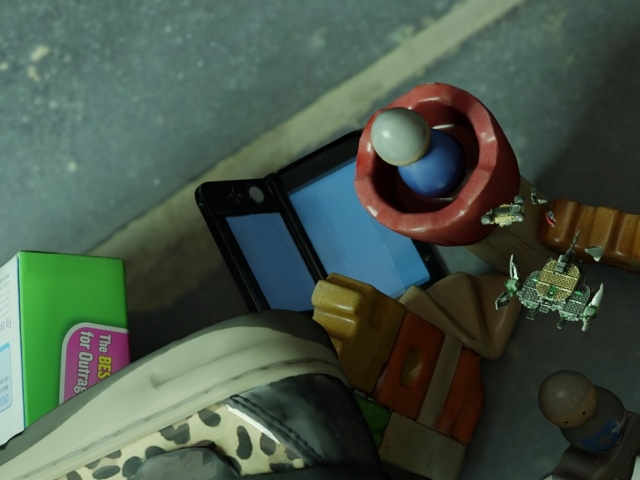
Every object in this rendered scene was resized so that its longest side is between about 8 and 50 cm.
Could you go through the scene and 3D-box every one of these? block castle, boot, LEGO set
[{"bbox_3d":[0.101,0.157,0.864,0.303,0.213,0.453,13,80,33],"label":"block castle"},{"bbox_3d":[-0.096,0.234,0.725,0.377,0.138,0.284,-32,61,-4],"label":"boot"},{"bbox_3d":[0.107,0.014,0.800,0.054,0.023,0.083,-12,53,9],"label":"LEGO set"}]

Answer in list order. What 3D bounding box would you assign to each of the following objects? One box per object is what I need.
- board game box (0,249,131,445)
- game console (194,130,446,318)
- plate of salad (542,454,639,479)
[{"bbox_3d":[-0.179,0.192,0.955,0.242,0.064,0.317,-30,61,53],"label":"board game box"},{"bbox_3d":[0.000,0.000,1.039,0.071,0.107,0.122,-38,71,33],"label":"game console"},{"bbox_3d":[0.177,0.221,0.964,0.199,0.048,0.200,-3,78,13],"label":"plate of salad"}]
